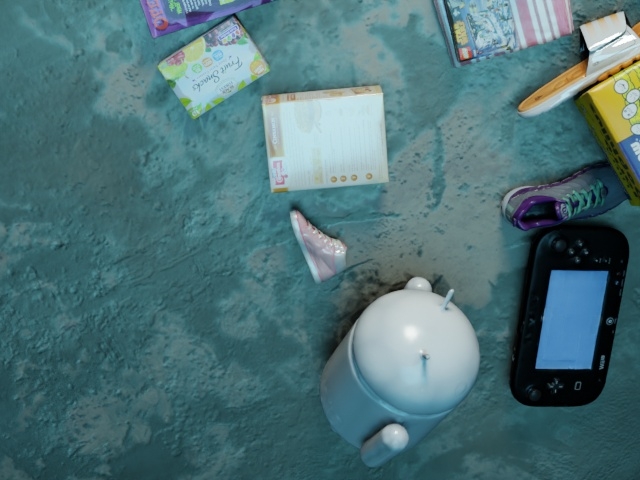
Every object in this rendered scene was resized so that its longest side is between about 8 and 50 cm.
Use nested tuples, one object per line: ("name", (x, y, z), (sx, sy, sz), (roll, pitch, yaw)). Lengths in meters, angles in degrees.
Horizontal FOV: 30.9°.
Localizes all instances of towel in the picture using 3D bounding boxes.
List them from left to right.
("towel", (0.276, -0.355, 1.758), (0.197, 0.029, 0.144), (-16, 109, 6))

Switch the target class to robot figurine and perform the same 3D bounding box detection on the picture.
("robot figurine", (0.121, 0.205, 1.799), (0.199, 0.300, 0.353), (16, 146, -10))

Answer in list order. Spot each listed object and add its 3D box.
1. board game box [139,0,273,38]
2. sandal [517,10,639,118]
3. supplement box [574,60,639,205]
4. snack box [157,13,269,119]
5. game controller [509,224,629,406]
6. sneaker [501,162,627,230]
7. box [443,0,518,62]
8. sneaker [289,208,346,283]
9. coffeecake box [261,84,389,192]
("board game box", (-0.203, -0.491, 1.686), (0.208, 0.056, 0.347), (-17, 108, 0))
("sandal", (0.401, -0.280, 1.747), (0.265, 0.102, 0.076), (-33, 107, 11))
("supplement box", (0.583, -0.216, 1.700), (0.356, 0.195, 0.194), (-29, 88, 7))
("snack box", (-0.162, -0.265, 1.766), (0.141, 0.037, 0.100), (-32, 108, 8))
("game controller", (0.407, 0.126, 1.903), (0.166, 0.067, 0.319), (4, 109, -3))
("sneaker", (0.401, -0.057, 1.823), (0.223, 0.098, 0.083), (-17, 108, 4))
("box", (0.235, -0.343, 1.732), (0.093, 0.027, 0.137), (-14, 110, 4))
("sneaker", (0.000, 0.000, 1.856), (0.070, 0.051, 0.134), (-22, 111, 4))
("coffeecake box", (0.007, -0.157, 1.792), (0.185, 0.068, 0.142), (-5, 109, 0))
